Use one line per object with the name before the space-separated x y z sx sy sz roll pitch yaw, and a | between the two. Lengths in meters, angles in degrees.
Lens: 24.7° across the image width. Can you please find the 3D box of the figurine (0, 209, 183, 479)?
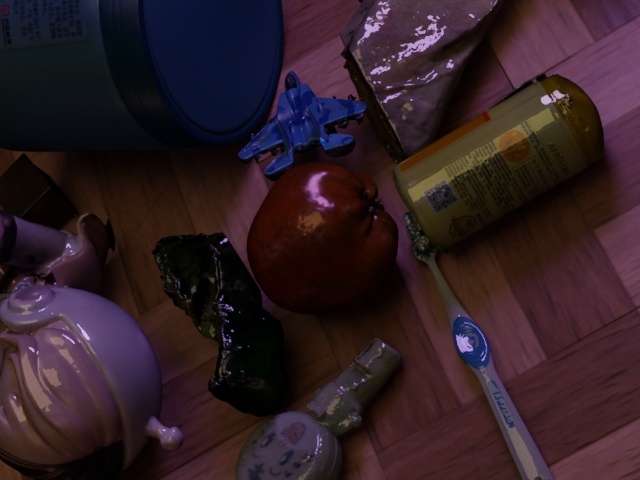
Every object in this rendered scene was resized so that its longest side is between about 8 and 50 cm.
figurine | -0.314 0.127 1.764 0.211 0.253 0.361 -22 49 -2

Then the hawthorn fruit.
hawthorn fruit | 0.000 0.000 1.702 0.189 0.189 0.189 -12 61 23

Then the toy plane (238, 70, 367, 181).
toy plane | -0.025 -0.154 1.820 0.169 0.078 0.246 -22 22 5

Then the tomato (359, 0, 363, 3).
tomato | 0.082 -0.334 1.871 0.075 0.087 0.087 39 88 14

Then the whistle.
whistle | -0.003 0.218 1.657 0.258 0.067 0.126 -49 41 -7

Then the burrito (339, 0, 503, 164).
burrito | 0.117 -0.250 1.787 0.175 0.107 0.347 22 81 18

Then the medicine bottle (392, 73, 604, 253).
medicine bottle | 0.207 -0.093 1.660 0.239 0.124 0.124 -32 55 7

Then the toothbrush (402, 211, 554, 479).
toothbrush | 0.174 0.126 1.629 0.040 0.040 0.386 -31 60 12

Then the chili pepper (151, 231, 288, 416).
chili pepper | -0.107 0.084 1.732 0.116 0.148 0.264 -39 50 7

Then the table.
table | -0.385 -0.054 1.982 0.070 0.082 0.083 -45 54 2

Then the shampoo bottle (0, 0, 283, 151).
shampoo bottle | -0.276 -0.280 1.882 0.343 0.331 0.331 0 67 29
